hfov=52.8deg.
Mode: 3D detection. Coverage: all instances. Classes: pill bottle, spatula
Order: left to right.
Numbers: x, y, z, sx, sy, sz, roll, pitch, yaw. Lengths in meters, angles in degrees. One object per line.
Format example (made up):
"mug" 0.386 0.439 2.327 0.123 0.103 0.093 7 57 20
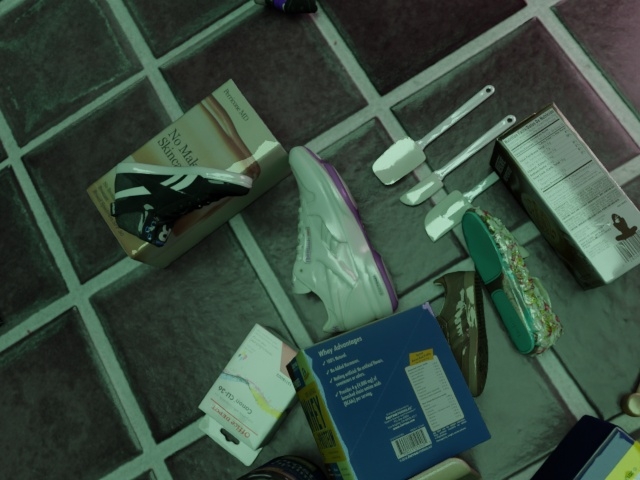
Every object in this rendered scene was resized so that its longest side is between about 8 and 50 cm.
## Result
"pill bottle" -0.053 0.367 0.894 0.123 0.219 0.122 -2 80 11
"spatula" 0.223 -0.135 1.039 0.242 0.019 0.168 -39 74 2

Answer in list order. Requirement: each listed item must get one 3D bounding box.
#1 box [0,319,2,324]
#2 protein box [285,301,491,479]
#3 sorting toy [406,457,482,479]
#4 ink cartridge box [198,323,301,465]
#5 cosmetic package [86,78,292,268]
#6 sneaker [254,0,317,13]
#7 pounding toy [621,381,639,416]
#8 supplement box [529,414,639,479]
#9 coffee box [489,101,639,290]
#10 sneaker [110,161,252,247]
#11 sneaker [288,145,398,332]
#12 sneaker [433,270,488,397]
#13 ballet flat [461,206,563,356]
"box" -0.703 0.120 1.157 0.175 0.051 0.220 -42 75 1
"protein box" 0.087 0.223 0.902 0.200 0.136 0.201 -18 75 -18
"sorting toy" 0.122 0.352 0.877 0.193 0.208 0.038 -29 57 5
"ink cartridge box" -0.105 0.244 1.006 0.115 0.067 0.198 33 87 14
"cosmetic package" -0.206 -0.103 1.060 0.296 0.129 0.153 -38 75 2
"sneaker" 0.003 -0.523 1.121 0.146 0.102 0.293 23 89 10
"pounding toy" 0.524 0.202 0.876 0.206 0.094 0.180 -21 76 6
"supplement box" 0.438 0.415 0.800 0.357 0.194 0.195 39 89 16
"coffee box" 0.359 -0.058 0.929 0.098 0.141 0.246 -34 77 4
"sneaker" -0.206 -0.047 0.953 0.217 0.079 0.121 5 87 17
"sneaker" 0.000 0.000 0.999 0.152 0.114 0.305 -25 82 8
"sneaker" 0.210 0.141 0.976 0.071 0.066 0.188 -7 74 29
"ballet flat" 0.288 0.056 0.968 0.077 0.091 0.240 -17 79 -23
